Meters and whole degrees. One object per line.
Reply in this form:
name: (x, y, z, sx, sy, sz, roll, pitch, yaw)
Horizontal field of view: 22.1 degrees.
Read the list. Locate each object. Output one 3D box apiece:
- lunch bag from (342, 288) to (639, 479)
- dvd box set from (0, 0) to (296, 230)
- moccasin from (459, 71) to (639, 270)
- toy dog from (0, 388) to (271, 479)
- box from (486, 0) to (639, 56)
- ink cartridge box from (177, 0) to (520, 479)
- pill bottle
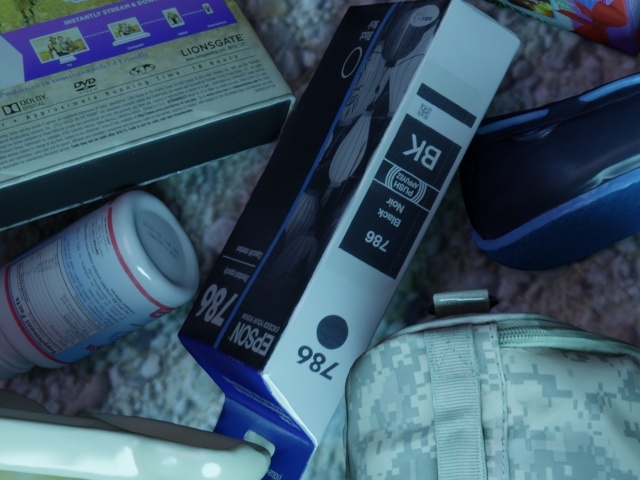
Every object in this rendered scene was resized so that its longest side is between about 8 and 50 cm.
lunch bag: (0.109, 0.199, 0.923, 0.213, 0.256, 0.305, -8, 74, 17)
dvd box set: (-0.250, -0.205, 1.173, 0.308, 0.062, 0.420, -20, 66, -26)
moccasin: (0.239, -0.098, 1.028, 0.342, 0.138, 0.117, -22, 65, 11)
toy dog: (-0.255, 0.292, 0.998, 0.395, 0.285, 0.408, 4, 83, 52)
box: (0.106, -0.232, 1.021, 0.201, 0.293, 0.057, 25, 78, 22)
ink cartridge box: (0.000, 0.000, 1.070, 0.332, 0.065, 0.165, -65, 24, -6)
pill bottle: (-0.171, 0.036, 1.146, 0.160, 0.087, 0.087, -28, 68, 22)
